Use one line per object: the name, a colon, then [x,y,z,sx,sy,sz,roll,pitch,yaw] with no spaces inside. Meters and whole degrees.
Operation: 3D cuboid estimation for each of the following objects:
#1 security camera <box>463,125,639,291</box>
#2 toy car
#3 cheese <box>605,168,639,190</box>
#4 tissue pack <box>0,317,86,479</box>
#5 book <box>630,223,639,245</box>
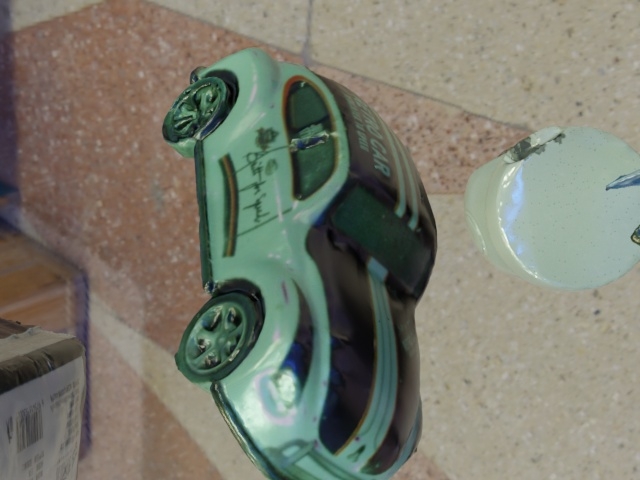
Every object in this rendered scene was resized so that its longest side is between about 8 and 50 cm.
security camera: [0.274,-0.036,1.191,0.236,0.195,0.194,-161,51,-88]
toy car: [0.000,0.000,0.575,0.125,0.136,0.305,-32,42,19]
cheese: [0.390,-0.103,0.924,0.245,0.135,0.052,-29,77,39]
tissue pack: [-0.140,0.079,0.343,0.091,0.170,0.103,5,89,1]
book: [0.416,-0.094,0.671,0.260,0.043,0.370,37,104,33]
